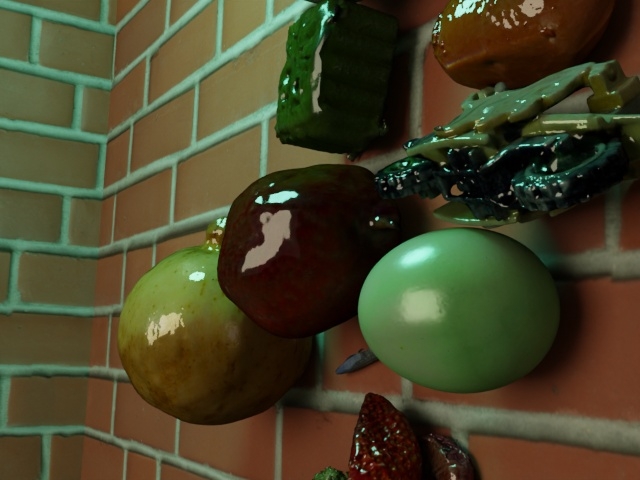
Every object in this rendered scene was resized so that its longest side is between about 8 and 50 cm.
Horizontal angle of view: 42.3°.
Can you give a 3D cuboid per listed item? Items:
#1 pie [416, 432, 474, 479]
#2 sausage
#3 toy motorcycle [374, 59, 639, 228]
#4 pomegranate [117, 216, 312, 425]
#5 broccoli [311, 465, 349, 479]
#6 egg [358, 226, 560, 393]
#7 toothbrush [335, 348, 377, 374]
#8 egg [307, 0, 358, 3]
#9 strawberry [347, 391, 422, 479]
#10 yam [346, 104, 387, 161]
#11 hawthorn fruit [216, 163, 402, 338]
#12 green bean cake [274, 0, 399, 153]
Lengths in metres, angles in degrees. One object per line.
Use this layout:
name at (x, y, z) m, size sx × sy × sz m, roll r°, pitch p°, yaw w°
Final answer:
pie at (0.168, 0.383, 1.248) m, size 0.182 × 0.050 × 0.182 m, roll -33°, pitch 50°, yaw 51°
sausage at (0.271, -0.292, 1.115) m, size 0.268 × 0.153 × 0.141 m, roll -6°, pitch 65°, yaw 56°
toy motorcycle at (0.247, -0.111, 1.055) m, size 0.410 × 0.237 × 0.168 m, roll 11°, pitch 132°, yaw 61°
pomegranate at (-0.205, 0.153, 1.622) m, size 0.410 × 0.410 × 0.410 m, roll -18°, pitch 68°, yaw 57°
broccoli at (-0.030, 0.524, 1.399) m, size 0.269 × 0.241 × 0.261 m, roll -19°, pitch 44°, yaw 26°
egg at (0.180, 0.092, 1.102) m, size 0.270 × 0.220 × 0.220 m, roll -2°, pitch 81°, yaw 24°
toothbrush at (0.137, 0.159, 1.362) m, size 0.413 × 0.035 × 0.042 m, roll -38°, pitch 61°, yaw 50°
egg at (0.020, -0.561, 1.472) m, size 0.389 × 0.276 × 0.276 m, roll 31°, pitch 111°, yaw 54°
strawberry at (0.100, 0.346, 1.243) m, size 0.175 × 0.107 × 0.235 m, roll 63°, pitch -147°, yaw -70°
yam at (0.082, -0.205, 1.537) m, size 0.033 × 0.027 × 0.129 m, roll 38°, pitch 123°, yaw 10°
hawthorn fruit at (-0.015, 0.003, 1.409) m, size 0.324 × 0.308 × 0.308 m, roll -53°, pitch 41°, yaw 25°
green bean cake at (0.019, -0.290, 1.494) m, size 0.247 × 0.156 × 0.249 m, roll -171°, pitch 92°, yaw -70°
